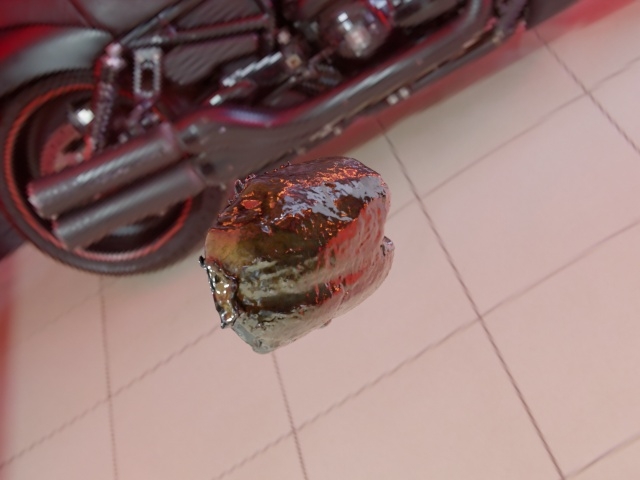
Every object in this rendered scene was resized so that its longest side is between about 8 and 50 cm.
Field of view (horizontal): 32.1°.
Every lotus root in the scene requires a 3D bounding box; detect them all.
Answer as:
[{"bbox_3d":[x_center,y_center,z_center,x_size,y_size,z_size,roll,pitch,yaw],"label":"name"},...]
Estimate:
[{"bbox_3d":[0.000,0.000,1.039,0.078,0.167,0.329,-19,7,28],"label":"lotus root"}]
